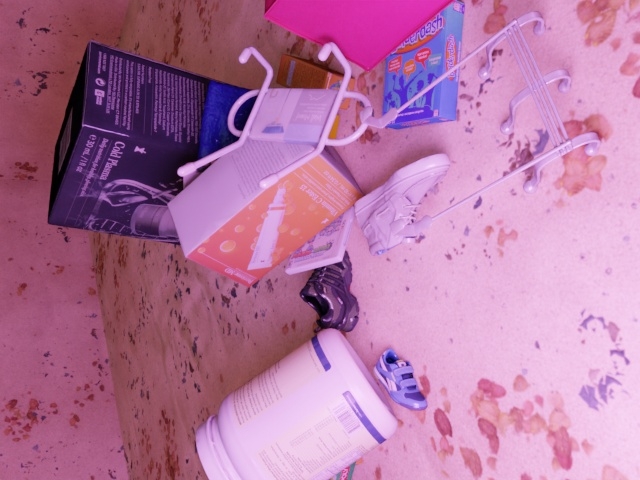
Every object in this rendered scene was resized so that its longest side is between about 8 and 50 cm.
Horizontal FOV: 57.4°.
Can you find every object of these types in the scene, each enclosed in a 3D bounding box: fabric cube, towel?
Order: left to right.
[{"bbox_3d":[-0.189,-0.219,1.424,0.076,0.228,0.308,-94,14,-84],"label":"towel"},{"bbox_3d":[0.070,-0.513,1.039,0.254,0.259,0.258,-29,54,45],"label":"fabric cube"}]

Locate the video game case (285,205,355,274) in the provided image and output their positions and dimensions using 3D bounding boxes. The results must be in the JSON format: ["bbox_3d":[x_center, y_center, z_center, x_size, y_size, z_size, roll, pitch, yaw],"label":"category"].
[{"bbox_3d":[0.000,0.000,1.282,0.157,0.019,0.143,-17,43,40],"label":"video game case"}]

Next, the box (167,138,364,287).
[{"bbox_3d":[-0.119,-0.088,1.262,0.345,0.215,0.168,-39,52,14],"label":"box"}]

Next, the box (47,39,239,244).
[{"bbox_3d":[-0.476,-0.236,1.665,0.480,0.472,0.297,-43,47,47],"label":"box"}]

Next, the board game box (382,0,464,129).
[{"bbox_3d":[0.187,-0.322,1.090,0.160,0.047,0.210,4,90,56],"label":"board game box"}]

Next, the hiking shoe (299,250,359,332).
[{"bbox_3d":[0.009,0.089,1.268,0.086,0.114,0.226,-44,53,45],"label":"hiking shoe"}]

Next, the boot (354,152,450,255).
[{"bbox_3d":[0.163,-0.057,1.090,0.258,0.095,0.123,-36,68,55],"label":"boot"}]

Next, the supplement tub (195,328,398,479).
[{"bbox_3d":[-0.045,0.344,1.105,0.325,0.235,0.235,-34,49,1],"label":"supplement tub"}]

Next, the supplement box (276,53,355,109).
[{"bbox_3d":[-0.016,-0.374,1.368,0.233,0.078,0.080,38,119,51],"label":"supplement box"}]

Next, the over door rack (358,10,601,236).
[{"bbox_3d":[0.239,-0.171,0.926,0.324,0.108,0.239,-26,65,30],"label":"over door rack"}]

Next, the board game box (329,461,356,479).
[{"bbox_3d":[-0.027,0.451,1.325,0.317,0.046,0.213,44,128,53],"label":"board game box"}]

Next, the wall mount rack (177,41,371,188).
[{"bbox_3d":[-0.095,-0.218,1.083,0.350,0.130,0.304,11,74,36],"label":"wall mount rack"}]

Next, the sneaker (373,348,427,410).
[{"bbox_3d":[0.152,0.262,1.102,0.144,0.053,0.059,43,121,47],"label":"sneaker"}]

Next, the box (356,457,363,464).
[{"bbox_3d":[0.046,0.422,1.272,0.081,0.028,0.136,-40,54,49],"label":"box"}]

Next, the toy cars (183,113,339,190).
[{"bbox_3d":[-0.143,-0.208,1.343,0.394,0.176,0.087,-34,40,8],"label":"toy cars"}]
